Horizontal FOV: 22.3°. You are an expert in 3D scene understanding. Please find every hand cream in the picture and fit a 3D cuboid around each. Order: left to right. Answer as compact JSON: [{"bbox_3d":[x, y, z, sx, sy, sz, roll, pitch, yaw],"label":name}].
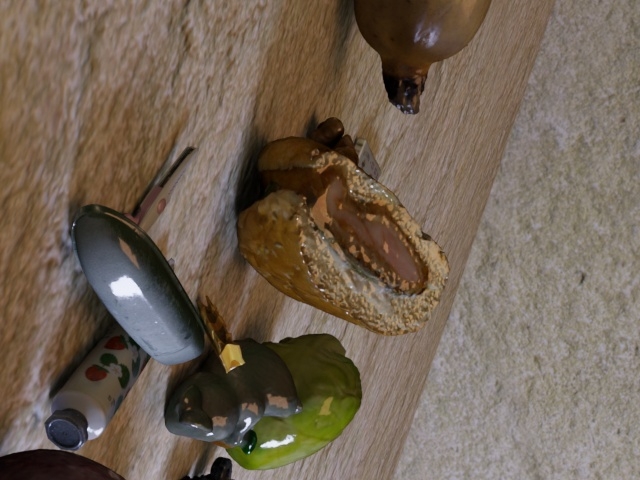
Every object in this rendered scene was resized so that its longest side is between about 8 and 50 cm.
[{"bbox_3d":[-0.207,0.122,1.691,0.276,0.059,0.095,-58,159,-55],"label":"hand cream"}]

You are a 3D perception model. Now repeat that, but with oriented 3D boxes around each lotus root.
[{"bbox_3d":[0.132,-0.319,2.129,0.183,0.182,0.310,-36,144,-66],"label":"lotus root"}]

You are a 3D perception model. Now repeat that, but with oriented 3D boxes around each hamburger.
[{"bbox_3d":[-0.001,-0.002,2.037,0.330,0.209,0.162,37,75,-44],"label":"hamburger"}]

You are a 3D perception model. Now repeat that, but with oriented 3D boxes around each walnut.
[{"bbox_3d":[0.014,-0.080,2.191,0.170,0.069,0.143,88,-16,-45],"label":"walnut"}]

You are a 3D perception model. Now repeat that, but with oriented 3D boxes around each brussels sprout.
[{"bbox_3d":[-0.042,0.227,2.216,0.223,0.161,0.223,-31,148,-23],"label":"brussels sprout"}]

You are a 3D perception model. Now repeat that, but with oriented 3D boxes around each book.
[{"bbox_3d":[0.034,-0.027,2.474,0.162,0.022,0.232,60,52,-72],"label":"book"}]

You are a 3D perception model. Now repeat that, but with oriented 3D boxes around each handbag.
[{"bbox_3d":[-0.123,0.113,1.955,0.027,0.083,0.061,-27,153,-8],"label":"handbag"}]

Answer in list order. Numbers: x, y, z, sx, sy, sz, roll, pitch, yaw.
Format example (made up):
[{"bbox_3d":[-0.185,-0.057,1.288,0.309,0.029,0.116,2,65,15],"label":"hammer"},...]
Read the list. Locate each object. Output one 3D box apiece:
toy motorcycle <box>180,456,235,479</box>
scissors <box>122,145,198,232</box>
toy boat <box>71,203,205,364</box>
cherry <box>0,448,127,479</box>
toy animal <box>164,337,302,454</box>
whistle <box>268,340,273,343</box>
[{"bbox_3d":[-0.160,0.369,2.148,0.212,0.084,0.118,-45,143,-71],"label":"toy motorcycle"},{"bbox_3d":[-0.174,-0.033,1.670,0.176,0.022,0.085,-58,156,-31],"label":"scissors"},{"bbox_3d":[-0.182,0.037,1.596,0.260,0.078,0.085,61,15,-55],"label":"toy boat"},{"bbox_3d":[-0.239,0.283,1.449,0.183,0.213,0.266,-50,-162,4],"label":"cherry"},{"bbox_3d":[-0.132,0.198,2.002,0.125,0.127,0.251,-56,159,18],"label":"toy animal"},{"bbox_3d":[-0.086,0.220,2.327,0.033,0.033,0.176,-53,159,-50],"label":"whistle"}]
